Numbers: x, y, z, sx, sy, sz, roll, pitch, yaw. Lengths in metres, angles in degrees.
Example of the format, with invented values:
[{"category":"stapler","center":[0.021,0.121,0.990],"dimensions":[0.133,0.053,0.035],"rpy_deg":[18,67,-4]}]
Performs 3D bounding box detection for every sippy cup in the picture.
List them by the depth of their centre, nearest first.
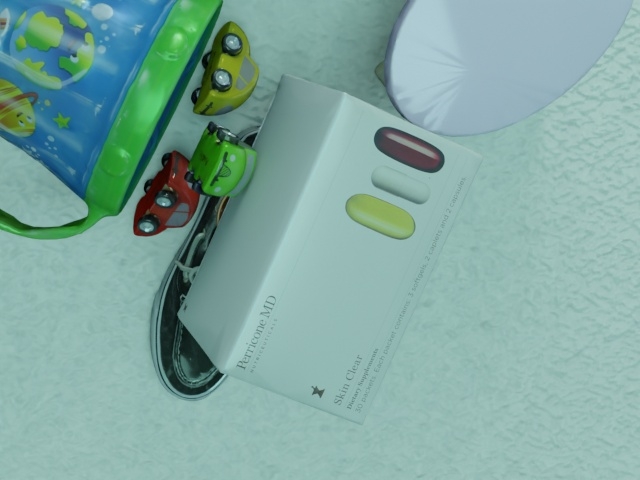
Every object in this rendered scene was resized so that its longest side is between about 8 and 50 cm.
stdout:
[{"category":"sippy cup","center":[-0.240,-0.172,1.256],"dimensions":[0.224,0.240,0.305],"rpy_deg":[26,61,-5]}]

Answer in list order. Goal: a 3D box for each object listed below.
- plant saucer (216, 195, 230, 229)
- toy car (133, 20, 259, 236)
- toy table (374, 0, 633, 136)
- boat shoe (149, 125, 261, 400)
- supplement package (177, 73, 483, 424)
[{"category":"plant saucer","center":[-0.062,-0.021,1.325],"dimensions":[0.083,0.013,0.083],"rpy_deg":[-3,102,-16]},{"category":"toy car","center":[-0.103,-0.084,1.294],"dimensions":[0.053,0.225,0.239],"rpy_deg":[22,100,-20]},{"category":"toy table","center":[0.169,-0.228,1.337],"dimensions":[0.274,0.161,0.252],"rpy_deg":[-28,108,-3]},{"category":"boat shoe","center":[-0.092,0.035,1.389],"dimensions":[0.113,0.105,0.306],"rpy_deg":[23,100,-15]},{"category":"supplement package","center":[0.000,0.000,1.232],"dimensions":[0.145,0.204,0.262],"rpy_deg":[22,94,-20]}]
